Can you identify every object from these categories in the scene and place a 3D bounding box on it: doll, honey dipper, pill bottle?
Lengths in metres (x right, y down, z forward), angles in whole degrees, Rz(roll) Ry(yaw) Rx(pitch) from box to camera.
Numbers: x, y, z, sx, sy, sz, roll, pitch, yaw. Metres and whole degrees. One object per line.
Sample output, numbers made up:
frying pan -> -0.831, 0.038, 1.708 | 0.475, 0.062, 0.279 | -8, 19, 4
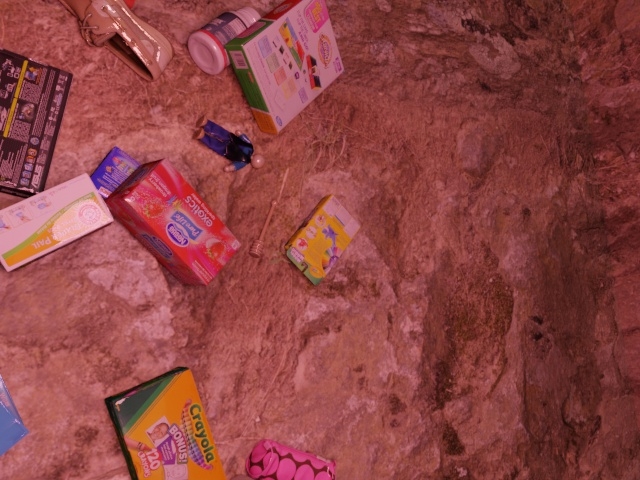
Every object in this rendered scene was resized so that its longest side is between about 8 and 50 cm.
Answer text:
doll -> -0.217, -0.224, 1.312 | 0.189, 0.046, 0.129 | 26, 59, -34
honey dipper -> -0.136, -0.033, 1.342 | 0.030, 0.030, 0.161 | 31, 64, -25
pill bottle -> -0.226, -0.495, 1.319 | 0.108, 0.108, 0.180 | 51, 58, -16

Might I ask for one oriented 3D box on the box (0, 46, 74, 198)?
box -> -0.621, -0.234, 1.038 | 0.216, 0.060, 0.270 | 15, 73, -30

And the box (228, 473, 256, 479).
box -> -0.247, 0.624, 1.093 | 0.311, 0.121, 0.148 | -17, 91, -35

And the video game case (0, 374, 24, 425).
video game case -> -0.636, 0.320, 0.954 | 0.166, 0.015, 0.119 | -25, 95, -34

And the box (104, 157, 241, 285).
box -> -0.310, -0.033, 1.144 | 0.257, 0.122, 0.128 | 53, 58, -28

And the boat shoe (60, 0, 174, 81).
boat shoe -> -0.463, -0.466, 1.159 | 0.302, 0.109, 0.098 | 37, 62, -29

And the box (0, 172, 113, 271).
box -> -0.511, -0.034, 1.020 | 0.203, 0.114, 0.103 | -31, 100, -23

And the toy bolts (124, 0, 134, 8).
toy bolts -> -0.455, -0.645, 1.153 | 0.228, 0.218, 0.158 | 22, 62, -48

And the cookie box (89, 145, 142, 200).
cookie box -> -0.435, -0.131, 1.153 | 0.092, 0.040, 0.107 | 39, 63, -23

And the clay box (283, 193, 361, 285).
clay box -> 0.000, 0.000, 1.412 | 0.127, 0.053, 0.222 | 48, 61, -17

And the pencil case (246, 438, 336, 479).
pencil case -> -0.063, 0.528, 1.253 | 0.209, 0.095, 0.098 | 29, 102, -28

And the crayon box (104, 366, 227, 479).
crayon box -> -0.313, 0.422, 1.110 | 0.165, 0.081, 0.278 | -19, 92, -34

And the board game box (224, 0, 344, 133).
board game box -> -0.076, -0.462, 1.377 | 0.316, 0.064, 0.242 | -49, 136, -30

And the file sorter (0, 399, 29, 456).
file sorter -> -0.603, 0.298, 0.906 | 0.118, 0.104, 0.170 | -42, 105, -31
